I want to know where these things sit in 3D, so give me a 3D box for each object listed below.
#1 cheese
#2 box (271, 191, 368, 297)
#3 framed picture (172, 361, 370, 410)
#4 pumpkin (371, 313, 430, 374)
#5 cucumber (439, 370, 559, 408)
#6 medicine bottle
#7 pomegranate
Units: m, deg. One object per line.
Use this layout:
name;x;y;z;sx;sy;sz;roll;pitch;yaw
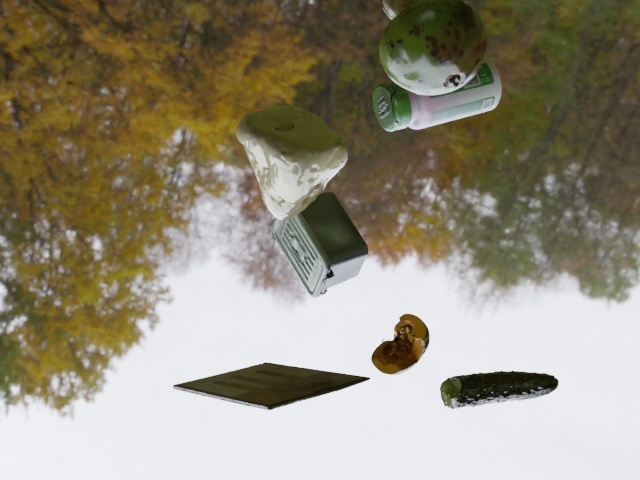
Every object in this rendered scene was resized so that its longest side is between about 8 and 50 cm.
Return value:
cheese;-0.044;-0.160;2.033;0.174;0.251;0.248;-23;-157;-28
box;0.000;0.000;2.230;0.135;0.163;0.243;-18;-120;-27
framed picture;-0.100;0.278;1.813;0.244;0.013;0.324;-8;-175;-40
pumpkin;0.235;0.298;2.616;0.119;0.183;0.108;43;-176;33
cucumber;0.412;0.334;2.128;0.304;0.072;0.081;-1;-171;-29
medicine bottle;0.258;-0.325;2.086;0.274;0.133;0.133;-18;-143;-22
pomegranate;0.198;-0.382;1.747;0.202;0.202;0.247;-3;-123;-42
